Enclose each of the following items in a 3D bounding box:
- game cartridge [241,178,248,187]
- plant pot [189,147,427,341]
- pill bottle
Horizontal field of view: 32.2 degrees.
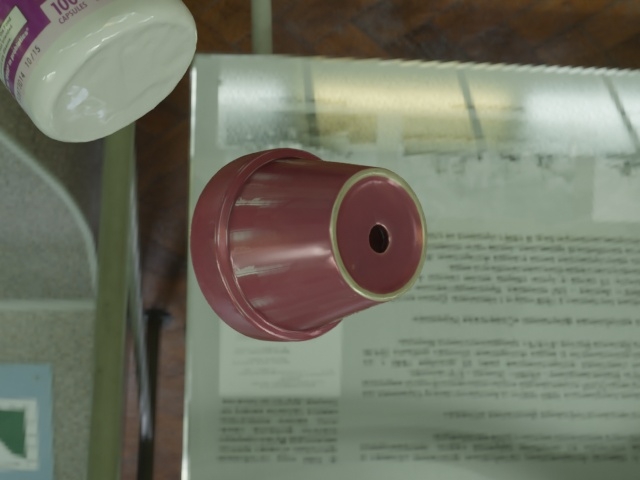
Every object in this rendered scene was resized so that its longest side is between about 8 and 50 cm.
[{"bbox_3d":[-0.091,-0.033,1.145,0.017,0.056,0.083,15,161,-16],"label":"game cartridge"},{"bbox_3d":[0.000,0.000,1.110,0.201,0.201,0.180,25,159,-36],"label":"plant pot"},{"bbox_3d":[-0.259,-0.249,0.997,0.169,0.301,0.169,-36,164,-12],"label":"pill bottle"}]
